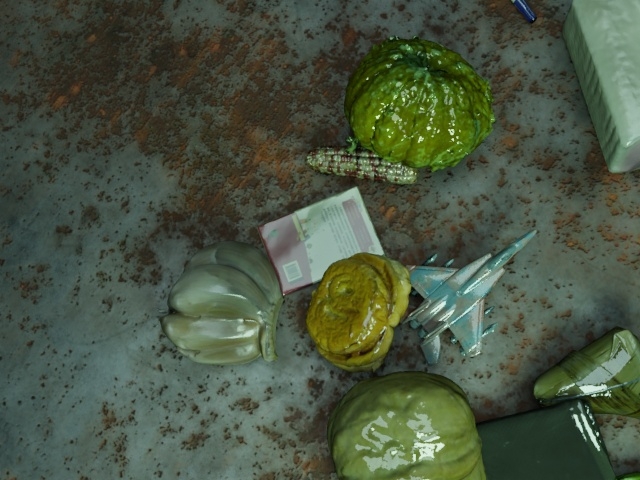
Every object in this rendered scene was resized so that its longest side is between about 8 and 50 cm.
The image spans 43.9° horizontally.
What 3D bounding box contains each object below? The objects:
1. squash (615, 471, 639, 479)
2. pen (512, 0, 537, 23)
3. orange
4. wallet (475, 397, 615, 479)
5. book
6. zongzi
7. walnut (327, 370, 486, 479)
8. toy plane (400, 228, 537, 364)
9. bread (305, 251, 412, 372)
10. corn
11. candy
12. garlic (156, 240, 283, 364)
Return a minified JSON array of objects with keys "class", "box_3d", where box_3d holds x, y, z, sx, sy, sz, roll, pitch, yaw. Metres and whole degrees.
[{"class":"squash","box_3d":[0.688,0.479,1.430,0.379,0.101,0.101,9,78,4]},{"class":"pen","box_3d":[0.409,-0.557,1.744,0.025,0.025,0.204,-32,76,-1]},{"class":"orange","box_3d":[0.199,-0.273,1.569,0.301,0.223,0.300,24,49,9]},{"class":"wallet","box_3d":[0.400,0.391,1.470,0.245,0.052,0.168,-21,91,25]},{"class":"book","box_3d":[0.000,0.000,1.660,0.232,0.022,0.162,-22,78,1]},{"class":"zongzi","box_3d":[0.541,0.309,1.489,0.221,0.112,0.242,-33,88,10]},{"class":"walnut","box_3d":[0.153,0.381,1.435,0.277,0.253,0.282,-8,75,6]},{"class":"toy plane","box_3d":[0.295,0.088,1.560,0.326,0.104,0.223,-39,76,0]},{"class":"bread","box_3d":[0.071,0.135,1.546,0.198,0.120,0.236,12,77,49]},{"class":"corn","box_3d":[0.090,-0.162,1.665,0.237,0.079,0.079,6,78,12]},{"class":"candy","box_3d":[0.601,-0.328,1.577,0.145,0.208,0.358,-16,77,9]},{"class":"garlic","box_3d":[-0.199,0.130,1.606,0.292,0.210,0.237,16,117,11]}]
